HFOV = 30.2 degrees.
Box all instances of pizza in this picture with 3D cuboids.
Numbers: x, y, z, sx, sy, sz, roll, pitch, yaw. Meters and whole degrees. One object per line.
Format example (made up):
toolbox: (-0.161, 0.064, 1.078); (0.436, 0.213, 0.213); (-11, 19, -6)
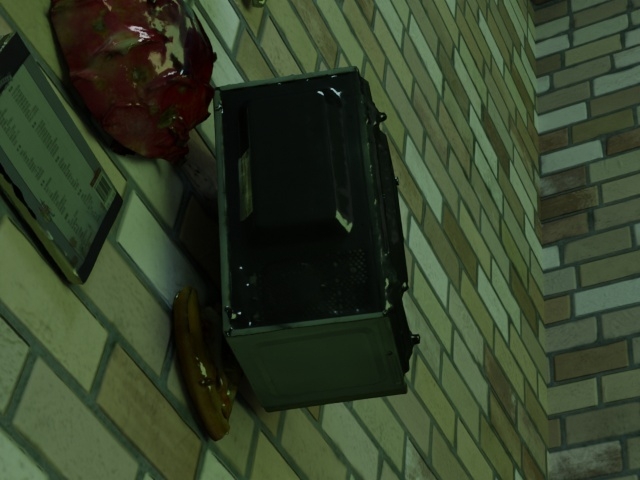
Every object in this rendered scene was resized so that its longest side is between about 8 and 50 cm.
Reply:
pizza: (-0.120, 0.153, 1.456); (0.176, 0.036, 0.185); (18, 59, -64)

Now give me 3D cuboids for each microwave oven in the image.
microwave oven: (0.000, 0.000, 1.500); (0.286, 0.218, 0.355); (75, 9, -60)

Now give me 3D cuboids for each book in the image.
book: (-0.290, -0.084, 1.236); (0.157, 0.026, 0.231); (-78, 145, -53)

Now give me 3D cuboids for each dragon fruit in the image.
dragon fruit: (-0.193, -0.186, 1.392); (0.274, 0.126, 0.161); (47, 34, -47)

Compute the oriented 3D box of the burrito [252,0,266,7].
burrito: (-0.095, -0.486, 1.910); (0.082, 0.059, 0.275); (70, 18, -50)
